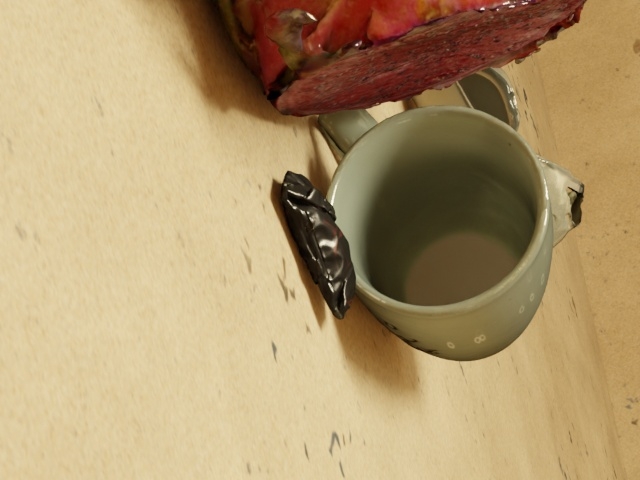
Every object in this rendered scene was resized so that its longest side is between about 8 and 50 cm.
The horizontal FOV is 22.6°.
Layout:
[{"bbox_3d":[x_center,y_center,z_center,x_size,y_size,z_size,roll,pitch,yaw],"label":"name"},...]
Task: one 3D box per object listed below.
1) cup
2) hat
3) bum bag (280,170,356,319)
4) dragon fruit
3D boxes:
[{"bbox_3d":[0.094,-0.015,1.433,0.258,0.186,0.234,50,-4,22],"label":"cup"},{"bbox_3d":[0.182,-0.094,1.865,0.275,0.161,0.232,54,-4,19],"label":"hat"},{"bbox_3d":[-0.001,0.001,1.269,0.124,0.034,0.058,70,24,-17],"label":"bum bag"},{"bbox_3d":[0.048,-0.260,1.234,0.314,0.296,0.263,27,45,-82],"label":"dragon fruit"}]
